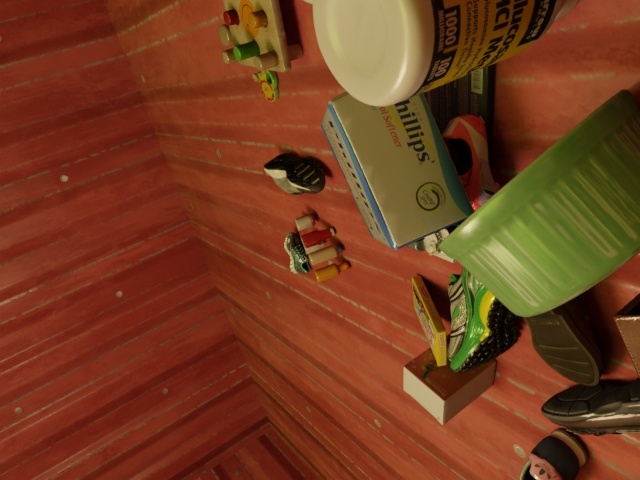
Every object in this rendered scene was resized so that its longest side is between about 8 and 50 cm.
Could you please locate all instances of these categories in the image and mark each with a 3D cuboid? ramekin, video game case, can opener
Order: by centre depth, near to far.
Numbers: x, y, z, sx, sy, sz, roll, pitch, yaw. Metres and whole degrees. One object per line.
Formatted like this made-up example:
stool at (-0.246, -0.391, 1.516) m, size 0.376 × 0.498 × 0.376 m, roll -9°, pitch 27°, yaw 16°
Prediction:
ramekin at (0.321, -0.035, 0.704) m, size 0.148 × 0.303 × 0.303 m, roll 50°, pitch 153°, yaw 10°
video game case at (0.209, -0.259, 1.005) m, size 0.274 × 0.026 × 0.196 m, roll 34°, pitch 143°, yaw 47°
can opener at (0.226, -0.016, 1.159) m, size 0.280 × 0.093 × 0.074 m, roll 23°, pitch 133°, yaw 66°

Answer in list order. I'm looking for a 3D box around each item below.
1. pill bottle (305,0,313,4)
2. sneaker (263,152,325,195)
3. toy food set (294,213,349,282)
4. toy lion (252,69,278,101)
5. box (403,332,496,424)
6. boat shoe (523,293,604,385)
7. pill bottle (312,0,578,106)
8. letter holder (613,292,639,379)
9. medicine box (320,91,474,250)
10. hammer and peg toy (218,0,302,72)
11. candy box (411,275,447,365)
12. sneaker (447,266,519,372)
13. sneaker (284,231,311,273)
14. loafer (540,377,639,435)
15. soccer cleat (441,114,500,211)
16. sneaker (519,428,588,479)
pill bottle at (0.090, -0.442, 0.744) m, size 0.160 × 0.283 × 0.160 m, roll 44°, pitch 149°, yaw 35°
sneaker at (-0.060, -0.178, 1.537) m, size 0.271 × 0.100 × 0.108 m, roll 30°, pitch 154°, yaw 55°
toy food set at (0.000, 0.000, 1.617) m, size 0.111 × 0.105 × 0.232 m, roll 76°, pitch 173°, yaw -55°
toy lion at (-0.147, -0.442, 1.503) m, size 0.096 × 0.034 × 0.100 m, roll 58°, pitch 155°, yaw -7°
box at (0.296, 0.312, 1.230) m, size 0.130 × 0.170 × 0.091 m, roll 37°, pitch 145°, yaw 42°
boat shoe at (0.413, 0.125, 0.909) m, size 0.111 × 0.104 × 0.307 m, roll 1°, pitch 136°, yaw 52°
pill bottle at (0.173, -0.304, 0.662) m, size 0.188 × 0.334 × 0.188 m, roll 45°, pitch 150°, yaw 35°
letter holder at (0.550, 0.190, 0.651) m, size 0.214 × 0.152 × 0.301 m, roll -17°, pitch 99°, yaw 63°
medicine box at (0.124, -0.141, 0.967) m, size 0.289 × 0.149 × 0.263 m, roll -108°, pitch -7°, yaw -85°
hammer and peg toy at (-0.202, -0.577, 1.353) m, size 0.361 × 0.127 × 0.265 m, roll 32°, pitch 141°, yaw 48°
candy box at (0.254, 0.184, 1.248) m, size 0.206 × 0.027 × 0.105 m, roll -102°, pitch 0°, yaw -58°
sneaker at (0.326, 0.142, 1.089) m, size 0.343 × 0.134 × 0.146 m, roll 96°, pitch 151°, yaw -41°
sneaker at (-0.070, 0.045, 1.818) m, size 0.076 × 0.065 × 0.166 m, roll 15°, pitch 133°, yaw 37°
loafer at (0.505, 0.298, 0.902) m, size 0.095 × 0.109 × 0.302 m, roll 55°, pitch 151°, yaw 7°
soccer cleat at (0.266, -0.095, 0.925) m, size 0.083 × 0.095 × 0.248 m, roll 2°, pitch 121°, yaw 44°
sneaker at (0.472, 0.538, 1.164) m, size 0.112 × 0.131 × 0.319 m, roll 38°, pitch 146°, yaw 41°
